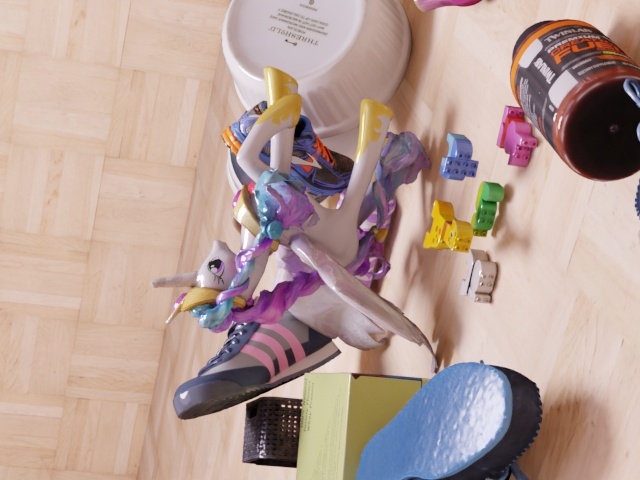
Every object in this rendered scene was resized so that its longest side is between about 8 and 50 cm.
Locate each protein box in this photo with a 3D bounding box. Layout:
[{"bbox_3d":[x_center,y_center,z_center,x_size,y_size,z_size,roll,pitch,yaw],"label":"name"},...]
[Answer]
[{"bbox_3d":[0.062,0.264,1.596,0.201,0.136,0.199,161,115,-73],"label":"protein box"}]

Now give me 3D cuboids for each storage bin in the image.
[{"bbox_3d":[-0.007,0.264,1.769,0.122,0.180,0.084,142,134,-69],"label":"storage bin"}]

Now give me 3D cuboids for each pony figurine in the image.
[{"bbox_3d":[0.000,0.000,1.677,0.363,0.351,0.303,-66,15,-13],"label":"pony figurine"}]

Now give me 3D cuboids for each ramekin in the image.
[{"bbox_3d":[-0.015,-0.289,1.857,0.127,0.273,0.272,48,-140,-62],"label":"ramekin"}]

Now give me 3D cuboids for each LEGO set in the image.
[{"bbox_3d":[0.170,-0.031,1.436,0.093,0.087,0.227,-120,38,-67],"label":"LEGO set"}]

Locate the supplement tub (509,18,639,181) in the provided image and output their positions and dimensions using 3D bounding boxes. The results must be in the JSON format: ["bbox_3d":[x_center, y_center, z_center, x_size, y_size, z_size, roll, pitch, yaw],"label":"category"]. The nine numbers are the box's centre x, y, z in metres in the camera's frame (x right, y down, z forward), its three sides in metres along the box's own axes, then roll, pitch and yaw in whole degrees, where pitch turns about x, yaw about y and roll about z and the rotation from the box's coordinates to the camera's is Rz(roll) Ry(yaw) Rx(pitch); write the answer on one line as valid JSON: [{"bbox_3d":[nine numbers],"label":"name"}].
[{"bbox_3d":[0.236,-0.139,1.200,0.198,0.106,0.106,-111,32,-60],"label":"supplement tub"}]

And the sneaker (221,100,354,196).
[{"bbox_3d":[-0.027,-0.127,1.809,0.087,0.221,0.083,-50,45,24],"label":"sneaker"}]

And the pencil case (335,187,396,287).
[{"bbox_3d":[0.049,0.021,1.879,0.086,0.088,0.206,35,124,31],"label":"pencil case"}]

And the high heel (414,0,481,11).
[{"bbox_3d":[0.187,-0.399,1.624,0.117,0.082,0.244,-6,59,43],"label":"high heel"}]

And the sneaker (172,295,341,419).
[{"bbox_3d":[-0.103,0.149,1.783,0.112,0.319,0.131,-28,84,34],"label":"sneaker"}]

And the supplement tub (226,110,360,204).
[{"bbox_3d":[-0.038,-0.154,2.062,0.272,0.191,0.191,134,141,-66],"label":"supplement tub"}]

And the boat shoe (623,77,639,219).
[{"bbox_3d":[0.289,-0.130,1.030,0.109,0.089,0.258,-113,33,-63],"label":"boat shoe"}]

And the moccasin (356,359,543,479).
[{"bbox_3d":[0.148,0.209,1.352,0.342,0.117,0.137,137,147,-61],"label":"moccasin"}]
